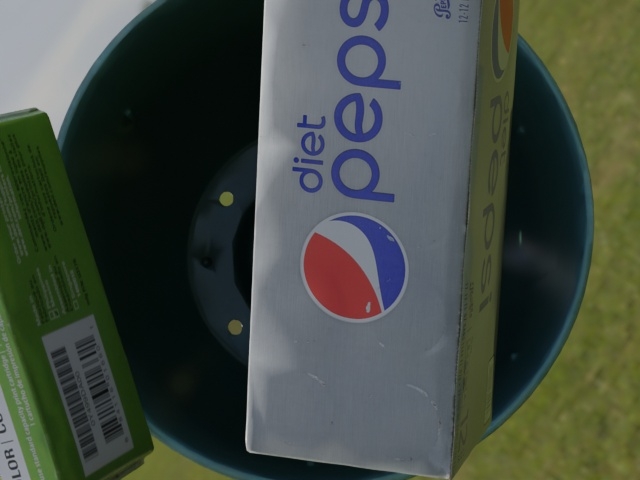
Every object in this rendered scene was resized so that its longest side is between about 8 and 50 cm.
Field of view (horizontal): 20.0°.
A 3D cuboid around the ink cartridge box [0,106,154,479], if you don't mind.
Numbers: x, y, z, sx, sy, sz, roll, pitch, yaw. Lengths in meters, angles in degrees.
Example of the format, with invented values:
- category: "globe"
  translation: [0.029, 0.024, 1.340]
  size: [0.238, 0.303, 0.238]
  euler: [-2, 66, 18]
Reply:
- category: "ink cartridge box"
  translation: [-0.237, 0.060, 0.923]
  size: [0.255, 0.189, 0.097]
  euler: [-16, 4, 23]

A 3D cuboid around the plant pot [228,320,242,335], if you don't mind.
- category: "plant pot"
  translation: [-0.084, 0.115, 1.400]
  size: [0.081, 0.081, 0.083]
  euler: [88, 170, -48]

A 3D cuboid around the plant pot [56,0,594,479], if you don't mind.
- category: "plant pot"
  translation: [0.000, 0.000, 1.076]
  size: [0.293, 0.293, 0.235]
  euler: [-58, -4, -5]

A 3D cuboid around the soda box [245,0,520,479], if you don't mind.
- category: "soda box"
  translation: [0.030, -0.048, 0.792]
  size: [0.091, 0.098, 0.286]
  euler: [-33, -53, -70]
